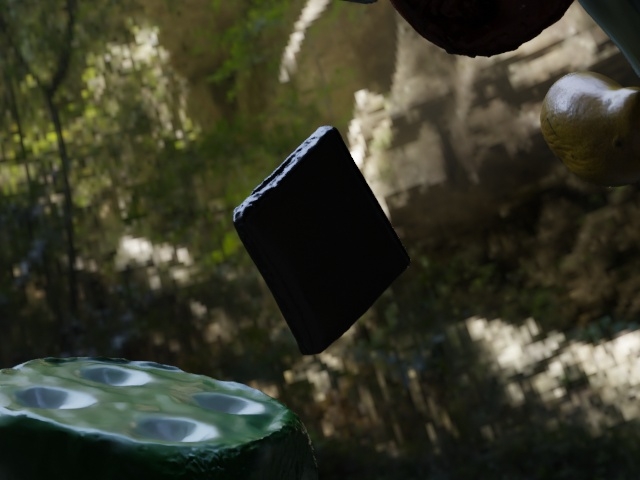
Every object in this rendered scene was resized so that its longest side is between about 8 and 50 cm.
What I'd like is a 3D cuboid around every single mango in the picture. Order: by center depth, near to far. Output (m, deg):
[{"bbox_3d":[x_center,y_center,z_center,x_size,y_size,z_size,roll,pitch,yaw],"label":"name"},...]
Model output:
[{"bbox_3d":[0.361,-0.143,2.101,0.109,0.157,0.262,-21,7,-9],"label":"mango"}]

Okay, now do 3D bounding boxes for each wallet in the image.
[{"bbox_3d":[0.000,0.000,1.887,0.182,0.049,0.229,-44,-52,-20],"label":"wallet"}]

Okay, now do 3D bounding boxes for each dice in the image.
[{"bbox_3d":[-0.177,0.275,1.457,0.300,0.287,0.297,13,8,20],"label":"dice"}]

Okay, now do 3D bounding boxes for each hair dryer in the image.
[{"bbox_3d":[0.390,-0.280,1.996,0.075,0.206,0.237,-34,1,0],"label":"hair dryer"}]

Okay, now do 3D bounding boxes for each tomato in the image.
[{"bbox_3d":[0.143,-0.296,1.587,0.228,0.101,0.228,-8,-71,-26],"label":"tomato"}]

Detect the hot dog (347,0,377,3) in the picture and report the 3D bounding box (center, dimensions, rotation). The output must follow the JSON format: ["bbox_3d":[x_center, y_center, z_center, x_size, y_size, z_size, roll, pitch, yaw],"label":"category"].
[{"bbox_3d":[0.021,-0.298,1.210,0.075,0.144,0.268,-15,-47,-22],"label":"hot dog"}]
